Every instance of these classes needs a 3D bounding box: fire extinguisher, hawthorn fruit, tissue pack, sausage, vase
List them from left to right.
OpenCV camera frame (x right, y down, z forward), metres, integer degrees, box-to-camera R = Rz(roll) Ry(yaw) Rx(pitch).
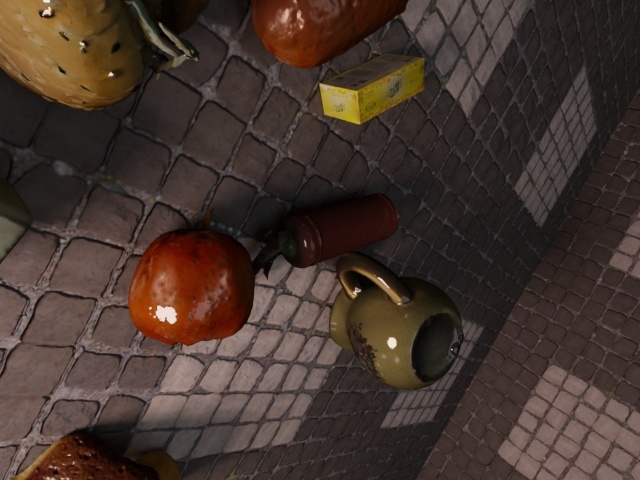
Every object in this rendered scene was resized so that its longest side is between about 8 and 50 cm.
[{"bbox_3d":[-0.182,0.050,0.612,0.179,0.179,0.200,7,96,-47],"label":"hawthorn fruit"},{"bbox_3d":[0.000,0.000,0.823,0.337,0.106,0.147,-18,146,-37],"label":"fire extinguisher"},{"bbox_3d":[0.021,-0.353,0.581,0.268,0.153,0.141,-40,144,-19],"label":"sausage"},{"bbox_3d":[0.096,-0.277,0.747,0.176,0.095,0.062,-34,133,-27],"label":"tissue pack"},{"bbox_3d":[0.137,0.157,0.945,0.241,0.302,0.329,-39,118,-22],"label":"vase"}]

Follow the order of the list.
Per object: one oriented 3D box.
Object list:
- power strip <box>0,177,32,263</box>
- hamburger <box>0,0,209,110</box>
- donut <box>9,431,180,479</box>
[{"bbox_3d":[-0.407,-0.034,0.353,0.140,0.139,0.224,-55,140,-5],"label":"power strip"},{"bbox_3d":[-0.221,-0.267,0.311,0.195,0.277,0.317,-52,135,-22],"label":"hamburger"},{"bbox_3d":[-0.334,0.419,0.701,0.112,0.151,0.295,-59,140,-16],"label":"donut"}]
